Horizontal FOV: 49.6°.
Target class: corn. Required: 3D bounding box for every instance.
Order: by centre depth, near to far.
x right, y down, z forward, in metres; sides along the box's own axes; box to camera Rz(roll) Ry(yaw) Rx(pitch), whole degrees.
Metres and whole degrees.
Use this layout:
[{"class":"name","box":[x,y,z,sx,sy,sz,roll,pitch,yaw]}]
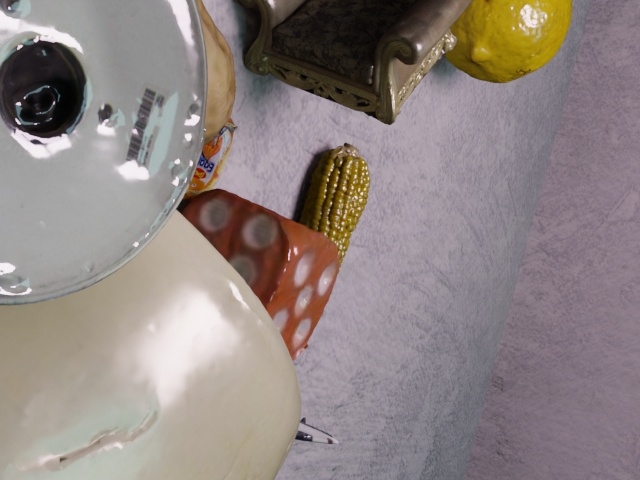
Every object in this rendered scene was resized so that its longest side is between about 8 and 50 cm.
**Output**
[{"class":"corn","box":[0.000,0.000,1.089,0.097,0.097,0.320,23,87,-60]}]

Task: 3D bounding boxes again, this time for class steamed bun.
[{"class":"steamed bun","box":[-0.203,0.184,0.603,0.371,0.289,0.456,-57,145,-38]}]

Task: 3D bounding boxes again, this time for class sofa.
[{"class":"sofa","box":[0.043,-0.296,0.855,0.200,0.258,0.182,-52,157,-30]}]

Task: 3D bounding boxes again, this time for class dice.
[{"class":"dice","box":[-0.094,0.046,0.854,0.175,0.174,0.179,-65,155,-3]}]

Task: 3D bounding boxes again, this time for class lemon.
[{"class":"lemon","box":[0.340,-0.423,1.291,0.267,0.267,0.267,-33,131,-48]}]

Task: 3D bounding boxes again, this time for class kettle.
[{"class":"kettle","box":[-0.228,-0.113,0.420,0.265,0.318,0.205,-35,130,-46]}]

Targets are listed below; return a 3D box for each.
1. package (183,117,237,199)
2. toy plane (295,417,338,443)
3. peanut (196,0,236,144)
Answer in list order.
[{"class":"package","box":[-0.150,-0.105,0.842,0.108,0.031,0.121,17,91,-62]},{"class":"toy plane","box":[-0.092,0.244,0.967,0.082,0.234,0.160,-101,-158,-72]},{"class":"peanut","box":[-0.183,-0.225,0.602,0.192,0.169,0.387,-60,151,-30]}]
